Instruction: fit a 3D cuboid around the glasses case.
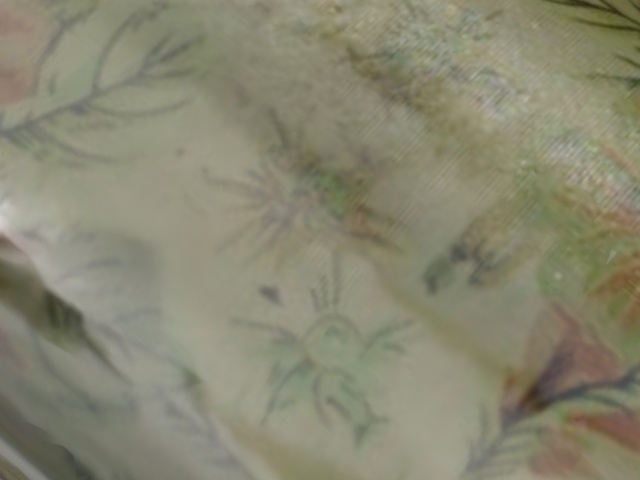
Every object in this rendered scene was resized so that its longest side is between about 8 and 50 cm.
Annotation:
[{"bbox_3d":[0.000,0.000,0.371,0.425,0.156,0.098,38,162,12],"label":"glasses case"}]
